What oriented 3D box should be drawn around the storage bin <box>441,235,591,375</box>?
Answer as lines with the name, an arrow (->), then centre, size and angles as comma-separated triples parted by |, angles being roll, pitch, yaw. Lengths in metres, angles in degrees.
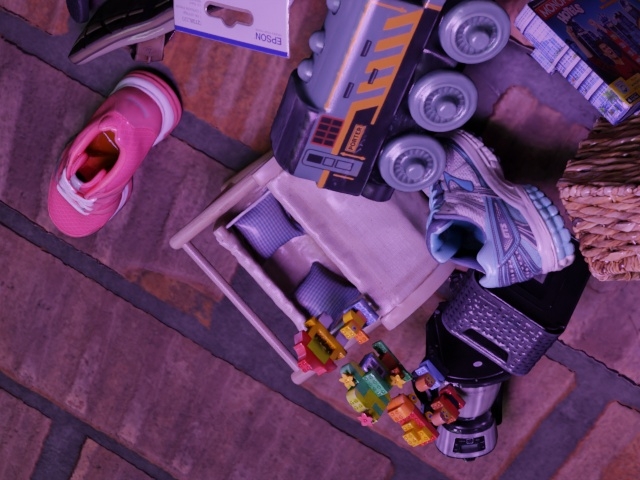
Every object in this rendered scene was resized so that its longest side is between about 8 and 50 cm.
storage bin -> 0.234, 0.055, 1.609 | 0.122, 0.180, 0.084 | 34, 131, 3

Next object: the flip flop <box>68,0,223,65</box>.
flip flop -> -0.199, -0.262, 1.682 | 0.277, 0.112, 0.080 | -15, 129, 29

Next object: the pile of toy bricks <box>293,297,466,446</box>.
pile of toy bricks -> 0.065, 0.174, 1.615 | 0.212, 0.105, 0.118 | 48, 134, -9

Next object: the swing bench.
swing bench -> 0.000, 0.000, 1.708 | 0.253, 0.165, 0.255 | 48, 131, -9

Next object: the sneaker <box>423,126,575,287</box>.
sneaker -> 0.160, -0.038, 1.551 | 0.283, 0.122, 0.110 | 43, 154, 54

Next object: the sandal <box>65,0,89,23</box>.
sandal -> -0.298, -0.353, 1.699 | 0.067, 0.040, 0.179 | 50, 151, 38

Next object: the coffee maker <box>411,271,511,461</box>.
coffee maker -> 0.189, 0.165, 1.751 | 0.120, 0.171, 0.178 | 14, 142, 12

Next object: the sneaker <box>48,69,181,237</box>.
sneaker -> -0.308, -0.097, 1.824 | 0.116, 0.136, 0.314 | 40, 132, -1

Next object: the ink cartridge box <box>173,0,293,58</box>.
ink cartridge box -> -0.085, -0.395, 1.478 | 0.176, 0.069, 0.371 | 19, 119, 33

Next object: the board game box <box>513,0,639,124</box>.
board game box -> 0.275, -0.215, 1.418 | 0.194, 0.194, 0.060 | 47, 132, 11

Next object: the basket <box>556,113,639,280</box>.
basket -> 0.425, -0.018, 1.432 | 0.299, 0.213, 0.223 | -9, 117, 33

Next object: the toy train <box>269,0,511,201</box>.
toy train -> 0.073, -0.190, 1.502 | 0.190, 0.142, 0.334 | 11, 125, -19
